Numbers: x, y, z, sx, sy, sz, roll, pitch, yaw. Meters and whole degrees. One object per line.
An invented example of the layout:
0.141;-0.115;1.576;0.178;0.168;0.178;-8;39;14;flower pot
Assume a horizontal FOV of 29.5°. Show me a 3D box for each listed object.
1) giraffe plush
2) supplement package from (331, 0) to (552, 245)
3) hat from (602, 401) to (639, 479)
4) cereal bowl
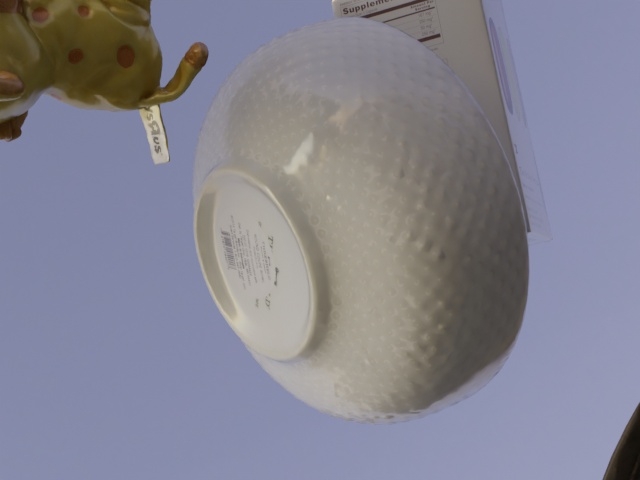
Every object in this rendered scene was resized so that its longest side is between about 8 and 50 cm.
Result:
-0.197;-0.134;0.784;0.170;0.210;0.181;-18;-9;-45;giraffe plush
0.113;-0.107;1.102;0.134;0.244;0.139;-13;-7;18;supplement package
0.257;0.158;0.600;0.331;0.134;0.331;1;-94;-15;hat
0.000;0.000;0.981;0.141;0.339;0.339;-22;-49;-35;cereal bowl
